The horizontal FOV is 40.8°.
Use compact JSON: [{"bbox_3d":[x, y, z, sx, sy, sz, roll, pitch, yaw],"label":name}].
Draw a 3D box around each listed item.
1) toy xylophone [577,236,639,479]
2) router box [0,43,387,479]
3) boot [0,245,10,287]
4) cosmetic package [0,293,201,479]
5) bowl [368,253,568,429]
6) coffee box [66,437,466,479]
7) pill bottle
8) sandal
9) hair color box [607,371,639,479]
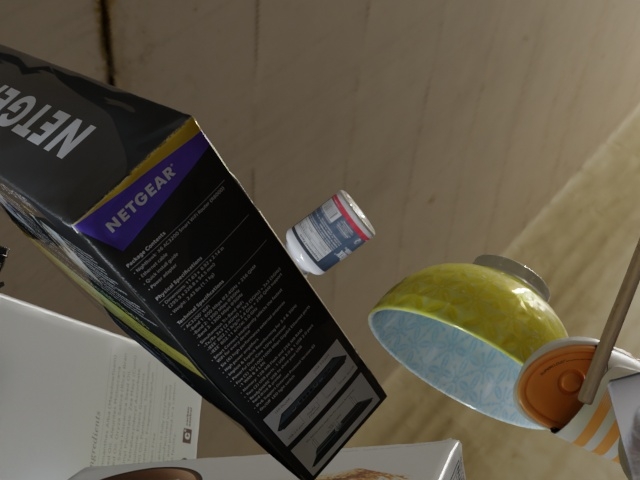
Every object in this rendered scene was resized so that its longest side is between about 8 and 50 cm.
[{"bbox_3d":[0.318,0.083,0.685,0.236,0.081,0.322,22,-97,-40],"label":"toy xylophone"},{"bbox_3d":[-0.126,0.001,0.570,0.081,0.309,0.243,-47,-49,-16],"label":"router box"},{"bbox_3d":[-0.419,0.050,1.036,0.045,0.121,0.099,22,-100,-42],"label":"boot"},{"bbox_3d":[-0.321,0.158,0.824,0.453,0.230,0.161,40,-130,-63],"label":"cosmetic package"},{"bbox_3d":[0.227,0.114,1.166,0.156,0.290,0.289,-56,-17,-20],"label":"bowl"},{"bbox_3d":[-0.069,0.356,0.556,0.334,0.338,0.338,-30,-71,-67],"label":"coffee box"},{"bbox_3d":[0.000,0.000,1.583,0.180,0.108,0.108,-37,-17,9],"label":"pill bottle"},{"bbox_3d":[0.318,0.171,0.817,0.076,0.265,0.101,-91,22,-84],"label":"sandal"},{"bbox_3d":[0.323,0.104,0.362,0.347,0.173,0.105,-23,-32,27],"label":"hair color box"}]
